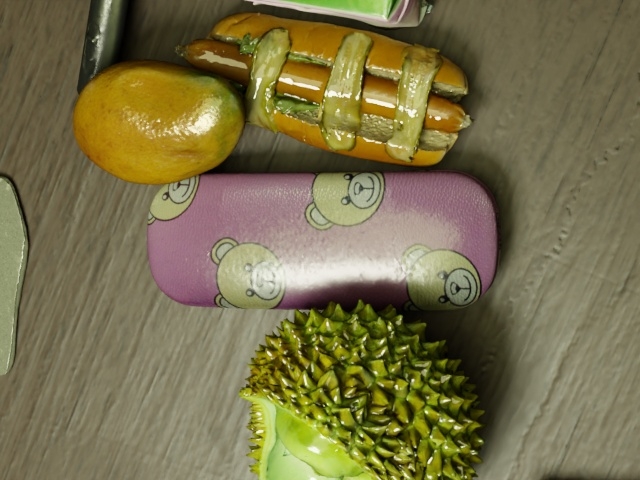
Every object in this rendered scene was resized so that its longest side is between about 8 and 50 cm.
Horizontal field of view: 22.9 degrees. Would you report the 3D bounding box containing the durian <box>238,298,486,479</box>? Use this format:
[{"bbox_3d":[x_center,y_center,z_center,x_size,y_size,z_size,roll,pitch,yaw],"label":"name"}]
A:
[{"bbox_3d":[0.038,0.156,1.333,0.176,0.237,0.200,-39,46,-23],"label":"durian"}]

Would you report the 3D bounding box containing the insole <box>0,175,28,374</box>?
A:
[{"bbox_3d":[-0.307,0.033,1.494,0.063,0.010,0.192,5,98,13],"label":"insole"}]

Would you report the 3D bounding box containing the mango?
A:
[{"bbox_3d":[-0.137,-0.101,1.373,0.165,0.089,0.115,7,128,18],"label":"mango"}]

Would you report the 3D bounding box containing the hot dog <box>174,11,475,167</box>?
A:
[{"bbox_3d":[0.004,-0.135,1.377,0.270,0.072,0.109,15,97,10],"label":"hot dog"}]

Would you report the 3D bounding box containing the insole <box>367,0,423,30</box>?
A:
[{"bbox_3d":[0.082,-0.307,1.374,0.086,0.005,0.253,14,99,11],"label":"insole"}]

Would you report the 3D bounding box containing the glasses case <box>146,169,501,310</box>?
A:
[{"bbox_3d":[0.000,0.000,1.387,0.316,0.076,0.123,0,92,14],"label":"glasses case"}]

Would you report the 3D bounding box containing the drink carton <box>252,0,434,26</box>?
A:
[{"bbox_3d":[0.025,-0.322,1.328,0.161,0.108,0.271,12,100,17],"label":"drink carton"}]

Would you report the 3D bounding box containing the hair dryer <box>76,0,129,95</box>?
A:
[{"bbox_3d":[-0.201,-0.192,1.377,0.078,0.195,0.248,27,123,26],"label":"hair dryer"}]
